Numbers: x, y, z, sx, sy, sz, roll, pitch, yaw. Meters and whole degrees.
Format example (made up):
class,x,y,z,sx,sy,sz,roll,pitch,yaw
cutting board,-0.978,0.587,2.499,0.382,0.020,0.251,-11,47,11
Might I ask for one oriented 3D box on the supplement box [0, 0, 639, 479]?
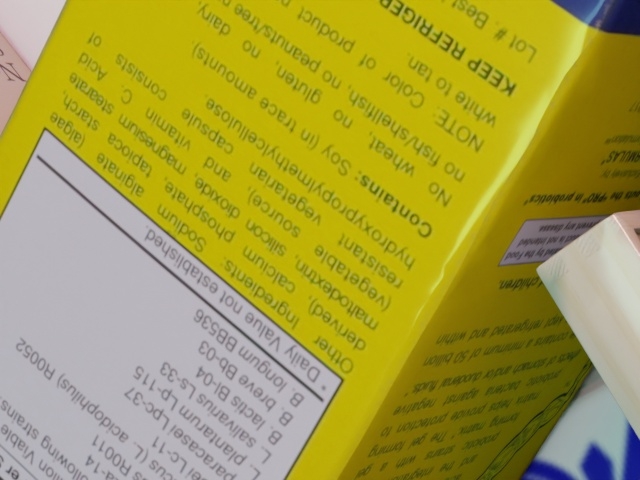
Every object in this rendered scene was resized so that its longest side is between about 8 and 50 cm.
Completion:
class,x,y,z,sx,sy,sz,roll,pitch,yaw
supplement box,0.000,0.000,0.784,0.194,0.195,0.357,40,112,25

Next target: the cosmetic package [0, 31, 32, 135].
class,x,y,z,sx,sy,sz,roll,pitch,yaw
cosmetic package,-0.225,-0.058,0.947,0.309,0.160,0.113,49,116,19

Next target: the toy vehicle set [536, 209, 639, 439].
class,x,y,z,sx,sy,sz,roll,pitch,yaw
toy vehicle set,0.191,0.104,0.685,0.035,0.166,0.267,-39,72,29
